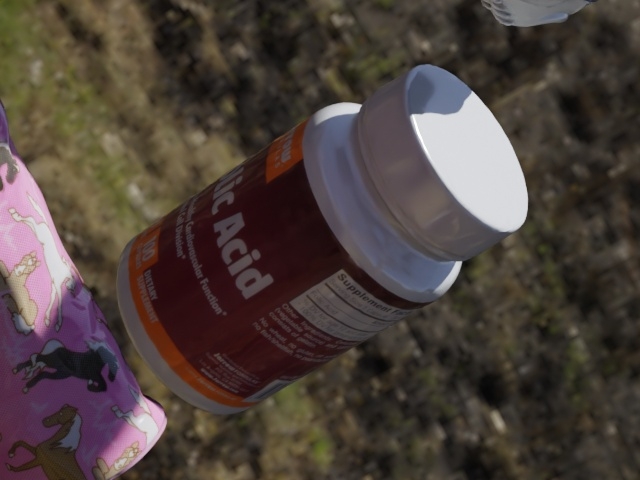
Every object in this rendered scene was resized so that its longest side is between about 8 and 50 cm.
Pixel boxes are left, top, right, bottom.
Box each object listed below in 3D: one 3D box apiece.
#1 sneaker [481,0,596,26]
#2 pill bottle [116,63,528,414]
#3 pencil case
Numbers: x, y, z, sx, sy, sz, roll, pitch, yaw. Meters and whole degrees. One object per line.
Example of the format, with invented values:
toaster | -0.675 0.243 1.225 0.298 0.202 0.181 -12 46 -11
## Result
sneaker | 0.193 -0.247 1.771 0.258 0.091 0.094 3 47 -52
pill bottle | 0.000 0.000 1.868 0.224 0.392 0.224 37 35 -32
pencil case | -0.251 0.011 1.315 0.386 0.160 0.167 65 32 -15
